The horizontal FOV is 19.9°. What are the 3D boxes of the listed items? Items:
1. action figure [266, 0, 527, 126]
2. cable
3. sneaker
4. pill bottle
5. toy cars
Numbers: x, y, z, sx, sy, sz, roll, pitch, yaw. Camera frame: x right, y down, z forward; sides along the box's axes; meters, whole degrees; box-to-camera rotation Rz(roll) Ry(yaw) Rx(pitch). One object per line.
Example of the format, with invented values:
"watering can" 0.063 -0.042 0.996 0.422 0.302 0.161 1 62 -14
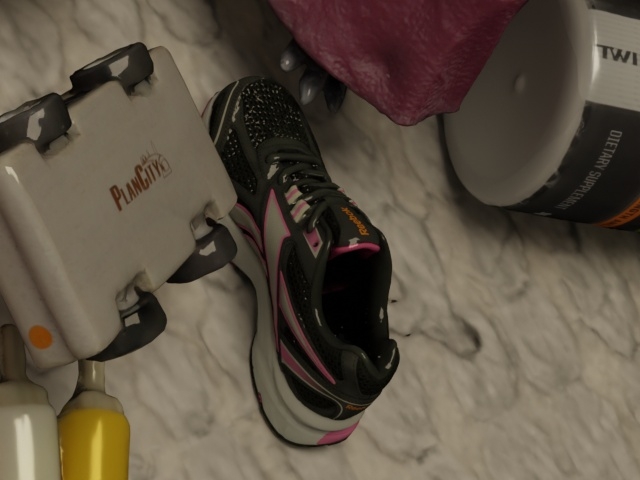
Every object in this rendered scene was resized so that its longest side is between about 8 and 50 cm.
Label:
"action figure" 0.118 -0.214 0.817 0.248 0.370 0.276 51 37 -5
"cable" -0.113 0.176 0.689 0.139 0.072 0.287 -7 69 -32
"sneaker" 0.000 0.000 0.845 0.072 0.077 0.178 -7 70 -36
"pill bottle" 0.199 -0.064 0.967 0.245 0.130 0.130 8 63 -28
"toy cars" -0.113 -0.097 0.793 0.176 0.087 0.394 46 31 -49
